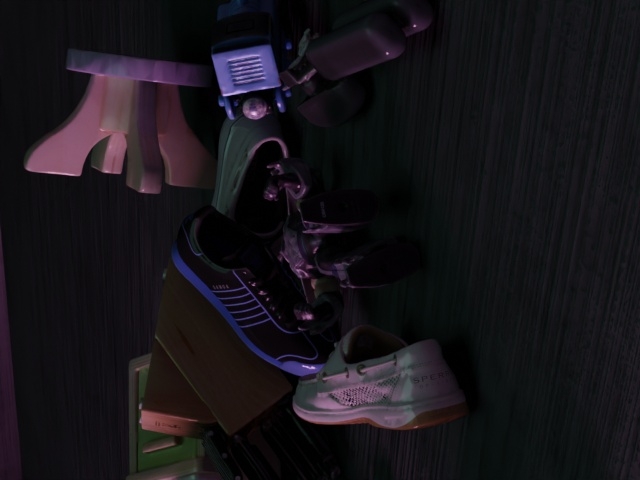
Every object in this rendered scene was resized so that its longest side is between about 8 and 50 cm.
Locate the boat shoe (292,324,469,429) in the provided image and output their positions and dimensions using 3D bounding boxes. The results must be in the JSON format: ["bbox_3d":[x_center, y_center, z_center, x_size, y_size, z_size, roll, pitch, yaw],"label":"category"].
[{"bbox_3d":[0.053,0.129,1.573,0.277,0.098,0.096,-9,93,61],"label":"boat shoe"}]

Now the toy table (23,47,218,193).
[{"bbox_3d":[-0.239,-0.154,2.005,0.274,0.252,0.160,-141,58,-77],"label":"toy table"}]

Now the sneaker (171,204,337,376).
[{"bbox_3d":[-0.067,0.056,1.758,0.232,0.081,0.090,40,148,4],"label":"sneaker"}]

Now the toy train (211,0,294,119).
[{"bbox_3d":[-0.072,-0.204,1.667,0.184,0.080,0.105,-91,-9,-52],"label":"toy train"}]

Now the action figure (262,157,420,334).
[{"bbox_3d":[0.000,0.000,1.632,0.185,0.099,0.285,69,164,-3],"label":"action figure"}]

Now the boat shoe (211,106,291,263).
[{"bbox_3d":[-0.073,-0.020,1.828,0.088,0.096,0.267,-123,37,-54],"label":"boat shoe"}]

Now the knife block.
[{"bbox_3d":[-0.083,0.167,1.863,0.088,0.242,0.275,108,171,-69],"label":"knife block"}]

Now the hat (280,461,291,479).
[{"bbox_3d":[-0.102,0.422,2.095,0.331,0.134,0.331,167,90,-70],"label":"hat"}]

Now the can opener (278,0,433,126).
[{"bbox_3d":[0.035,-0.175,1.499,0.093,0.074,0.280,44,164,-9],"label":"can opener"}]

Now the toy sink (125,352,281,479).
[{"bbox_3d":[-0.149,0.252,1.972,0.153,0.131,0.234,-20,65,43],"label":"toy sink"}]
